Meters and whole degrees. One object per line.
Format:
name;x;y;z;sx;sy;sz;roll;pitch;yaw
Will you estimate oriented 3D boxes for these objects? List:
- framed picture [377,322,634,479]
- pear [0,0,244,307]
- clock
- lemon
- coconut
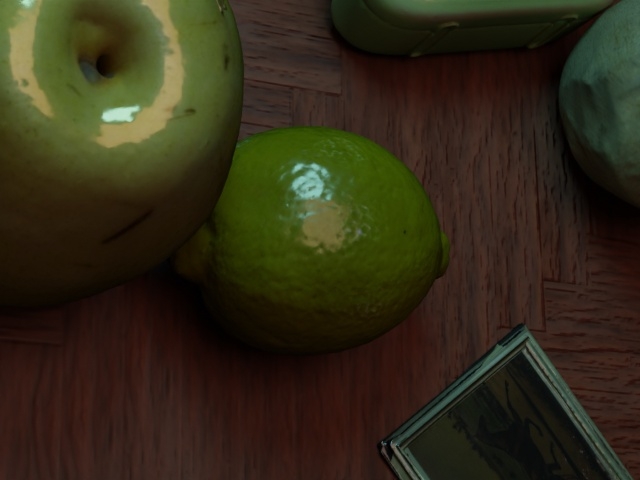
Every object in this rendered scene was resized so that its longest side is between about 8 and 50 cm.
framed picture;0.189;0.224;1.438;0.197;0.014;0.252;-36;92;-30
pear;-0.200;-0.102;1.197;0.309;0.309;0.309;8;71;-24
clock;0.119;-0.349;1.529;0.286;0.117;0.348;-7;76;-27
lemon;0.000;0.000;1.324;0.248;0.184;0.184;-1;74;-26
coconut;0.323;-0.129;1.513;0.224;0.224;0.224;8;71;-24
